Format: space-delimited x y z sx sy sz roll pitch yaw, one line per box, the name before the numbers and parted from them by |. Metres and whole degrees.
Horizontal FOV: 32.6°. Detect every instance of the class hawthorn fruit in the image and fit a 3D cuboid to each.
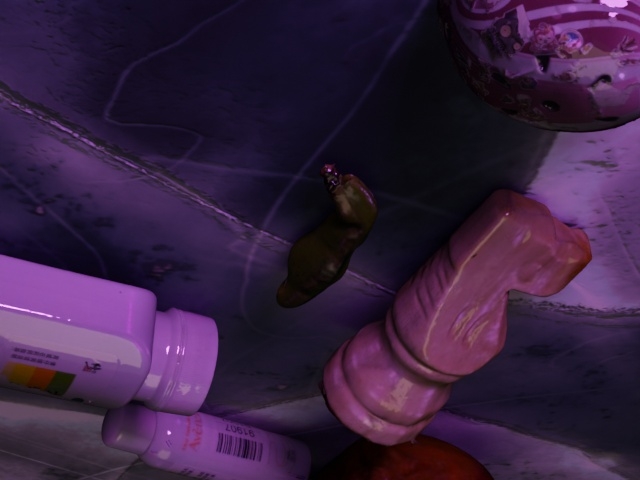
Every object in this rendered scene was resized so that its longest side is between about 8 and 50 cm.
hawthorn fruit | 0.092 0.375 1.358 0.308 0.308 0.324 -13 121 18

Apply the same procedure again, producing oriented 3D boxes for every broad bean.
broad bean | 0.008 0.001 0.988 0.061 0.046 0.195 16 140 -4

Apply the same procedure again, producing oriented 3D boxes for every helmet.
helmet | 0.171 -0.129 0.739 0.177 0.107 0.153 -12 148 16

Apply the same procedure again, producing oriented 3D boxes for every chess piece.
chess piece | 0.127 0.070 1.051 0.137 0.137 0.301 17 132 -24

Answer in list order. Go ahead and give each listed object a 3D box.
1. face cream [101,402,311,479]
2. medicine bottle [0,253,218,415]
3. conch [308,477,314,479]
face cream | -0.140 0.254 1.343 0.269 0.082 0.082 22 141 -31
medicine bottle | -0.256 0.095 1.072 0.296 0.111 0.161 15 144 -24
conch | -0.014 0.371 1.516 0.176 0.094 0.104 -7 107 2
